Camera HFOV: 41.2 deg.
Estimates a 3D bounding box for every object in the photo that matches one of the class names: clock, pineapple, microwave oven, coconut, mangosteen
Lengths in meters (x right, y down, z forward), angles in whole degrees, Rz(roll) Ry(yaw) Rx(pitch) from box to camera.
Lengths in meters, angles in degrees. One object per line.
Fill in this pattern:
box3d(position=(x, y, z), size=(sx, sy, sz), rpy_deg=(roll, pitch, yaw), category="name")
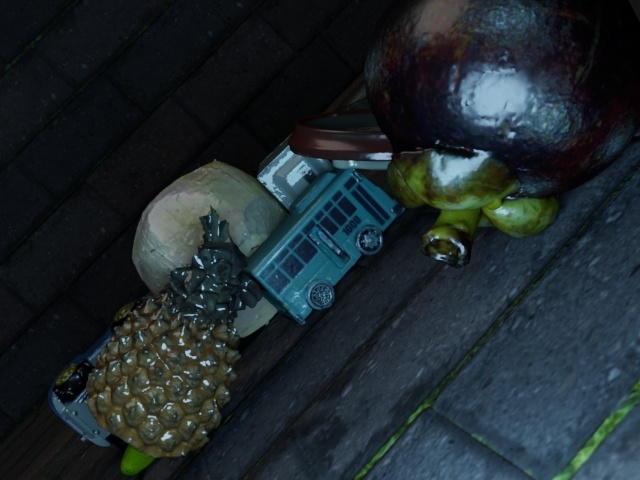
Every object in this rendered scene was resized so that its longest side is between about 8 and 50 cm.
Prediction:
box3d(position=(0.107, -0.156, 1.350), size=(0.319, 0.080, 0.318), rpy_deg=(-2, 16, 1), category="clock")
box3d(position=(-0.193, 0.128, 1.267), size=(0.357, 0.223, 0.223), rpy_deg=(-63, 11, 4), category="pineapple")
box3d(position=(0.001, -0.092, 1.534), size=(0.122, 0.208, 0.162), rpy_deg=(-44, 12, 6), category="microwave oven")
box3d(position=(-0.188, 0.011, 1.525), size=(0.297, 0.254, 0.297), rpy_deg=(-35, -35, -30), category="coconut")
box3d(position=(0.198, -0.161, 0.929), size=(0.330, 0.330, 0.330), rpy_deg=(-43, 12, 11), category="mangosteen")

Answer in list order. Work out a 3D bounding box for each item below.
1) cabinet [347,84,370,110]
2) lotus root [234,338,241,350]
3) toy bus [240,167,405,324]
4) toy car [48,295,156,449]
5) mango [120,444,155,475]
box3d(position=(0.179, -0.295, 1.770), size=(0.145, 0.150, 0.206), rpy_deg=(-47, 12, -10), category="cabinet")
box3d(position=(-0.223, 0.214, 1.585), size=(0.159, 0.095, 0.135), rpy_deg=(-5, 17, -5), category="lotus root")
box3d(position=(0.000, 0.000, 1.378), size=(0.256, 0.147, 0.128), rpy_deg=(-48, 14, -11), category="toy bus")
box3d(position=(-0.381, 0.249, 1.672), size=(0.314, 0.198, 0.166), rpy_deg=(-50, 23, -17), category="toy car")
box3d(position=(-0.296, 0.346, 1.428), size=(0.108, 0.056, 0.073), rpy_deg=(-54, 8, -25), category="mango")
